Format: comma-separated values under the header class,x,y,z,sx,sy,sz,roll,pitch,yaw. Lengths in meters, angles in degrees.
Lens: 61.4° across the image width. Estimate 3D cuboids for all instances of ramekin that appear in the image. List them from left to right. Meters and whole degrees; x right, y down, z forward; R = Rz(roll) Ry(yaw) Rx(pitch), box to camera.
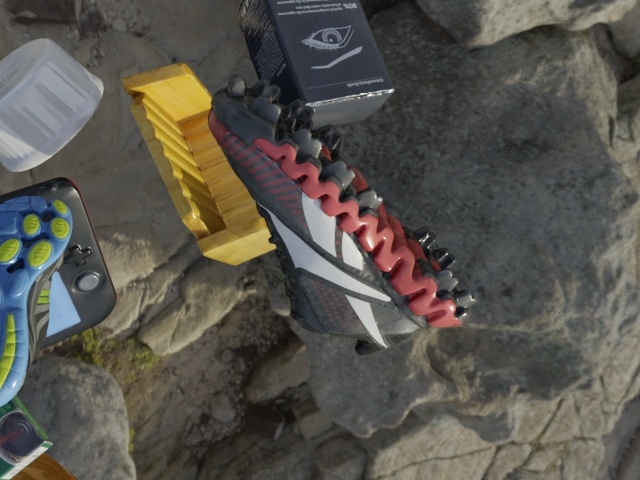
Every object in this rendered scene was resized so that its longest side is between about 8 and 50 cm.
class,x,y,z,sx,sy,sz,roll,pitch,yaw
ramekin,-0.610,-0.292,1.130,0.277,0.277,0.135,-44,135,-5

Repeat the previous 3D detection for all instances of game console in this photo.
class,x,y,z,sx,sy,sz,roll,pitch,yaw
game console,-0.567,0.089,0.917,0.386,0.060,0.342,-25,142,-26

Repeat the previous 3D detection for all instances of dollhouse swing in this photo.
class,x,y,z,sx,sy,sz,roll,pitch,yaw
dollhouse swing,-0.126,-0.176,1.036,0.305,0.315,0.347,-26,81,1

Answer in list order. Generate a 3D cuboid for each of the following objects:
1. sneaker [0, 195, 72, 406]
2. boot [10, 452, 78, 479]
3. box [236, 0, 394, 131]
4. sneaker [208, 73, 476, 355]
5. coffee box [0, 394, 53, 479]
class,x,y,z,sx,sy,sz,roll,pitch,yaw
sneaker,-0.255,0.045,0.444,0.067,0.078,0.188,14,61,-23
boot,-0.461,0.274,0.706,0.104,0.295,0.211,-56,150,-41
box,-0.011,-0.273,0.784,0.153,0.108,0.207,-16,83,-27
sneaker,0.000,0.000,0.430,0.135,0.098,0.276,-37,117,18
coffee box,-0.426,0.258,0.621,0.184,0.040,0.113,-38,80,-22
